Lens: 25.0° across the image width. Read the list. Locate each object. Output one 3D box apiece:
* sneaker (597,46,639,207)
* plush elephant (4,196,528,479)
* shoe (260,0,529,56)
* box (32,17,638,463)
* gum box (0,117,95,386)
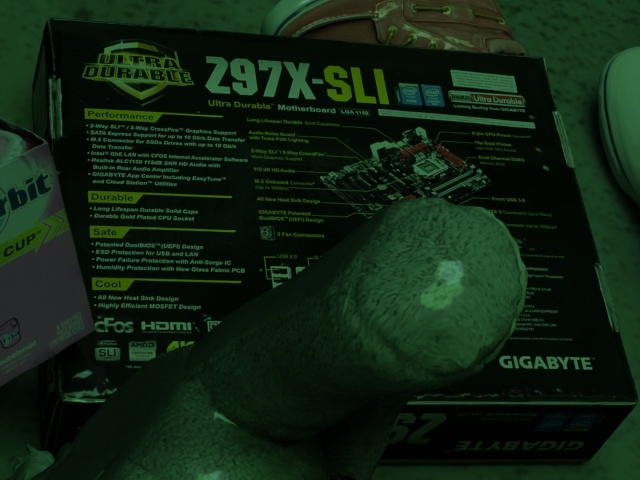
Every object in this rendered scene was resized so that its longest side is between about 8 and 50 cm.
[{"bbox_3d":[0.255,-0.034,0.919,0.094,0.091,0.258,-19,62,-6],"label":"sneaker"},{"bbox_3d":[-0.004,0.179,0.615,0.255,0.330,0.272,42,65,-14],"label":"plush elephant"},{"bbox_3d":[0.054,-0.130,0.953,0.178,0.063,0.081,-11,55,-29],"label":"shoe"},{"bbox_3d":[0.000,0.000,0.838,0.322,0.079,0.257,2,54,-16],"label":"box"},{"bbox_3d":[-0.200,-0.016,0.722,0.062,0.107,0.188,-32,38,-33],"label":"gum box"}]
